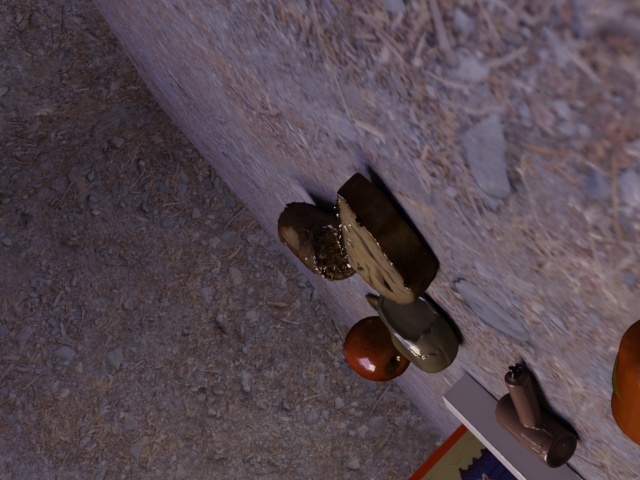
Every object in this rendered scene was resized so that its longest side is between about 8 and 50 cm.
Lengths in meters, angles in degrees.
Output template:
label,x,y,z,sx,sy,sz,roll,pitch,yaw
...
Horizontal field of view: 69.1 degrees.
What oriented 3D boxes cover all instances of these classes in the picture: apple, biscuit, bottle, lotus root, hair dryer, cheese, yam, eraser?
label,x,y,z,sx,sy,sz,roll,pitch,yaw
apple,0.158,0.296,1.263,0.168,0.181,0.181,26,155,54
biscuit,0.159,0.181,1.287,0.071,0.018,0.147,51,173,-5
bottle,0.237,0.082,0.309,0.069,0.069,0.187,41,166,44
lotus root,0.098,0.018,0.712,0.170,0.074,0.261,47,169,16
hair dryer,0.306,0.243,0.697,0.182,0.064,0.117,63,168,-27
cheese,0.184,0.176,0.896,0.175,0.091,0.202,47,171,26
yam,0.001,-0.002,0.973,0.238,0.129,0.128,-147,54,-61
eraser,0.379,0.402,0.918,0.298,0.076,0.078,42,169,40

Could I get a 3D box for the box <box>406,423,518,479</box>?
label,x,y,z,sx,sy,sz,roll,pitch,yaw
box,0.387,0.659,1.167,0.257,0.318,0.349,44,169,34
